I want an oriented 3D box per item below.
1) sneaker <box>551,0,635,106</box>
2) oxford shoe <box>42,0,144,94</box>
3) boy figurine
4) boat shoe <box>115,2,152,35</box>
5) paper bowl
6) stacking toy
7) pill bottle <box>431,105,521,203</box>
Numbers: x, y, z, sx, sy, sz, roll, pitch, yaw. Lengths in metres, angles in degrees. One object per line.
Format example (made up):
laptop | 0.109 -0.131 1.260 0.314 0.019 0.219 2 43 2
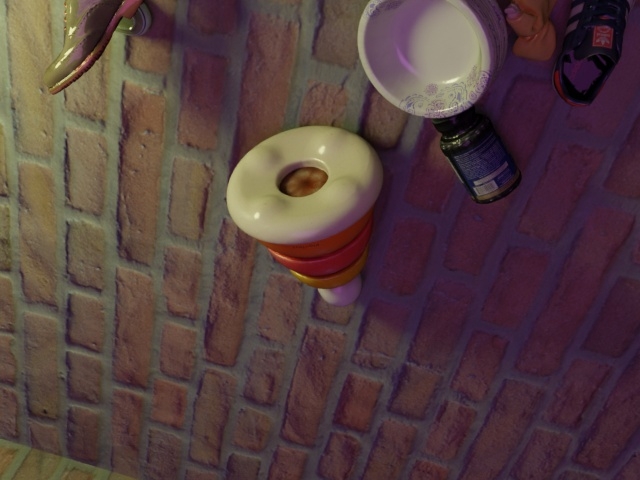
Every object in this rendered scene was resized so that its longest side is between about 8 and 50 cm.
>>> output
sneaker | 0.534 -0.418 1.329 0.131 0.148 0.350 8 123 8
oxford shoe | -0.487 -0.460 1.453 0.130 0.123 0.348 36 104 -28
boy figurine | 0.395 -0.467 1.333 0.092 0.177 0.285 11 152 33
boat shoe | -0.514 -0.538 1.519 0.302 0.094 0.109 32 123 -10
paper bowl | 0.227 -0.398 1.381 0.284 0.148 0.284 22 140 20
stacking toy | 0.000 0.000 1.672 0.351 0.350 0.480 -1 139 13
pill bottle | 0.338 -0.197 1.530 0.123 0.123 0.219 -26 114 26
